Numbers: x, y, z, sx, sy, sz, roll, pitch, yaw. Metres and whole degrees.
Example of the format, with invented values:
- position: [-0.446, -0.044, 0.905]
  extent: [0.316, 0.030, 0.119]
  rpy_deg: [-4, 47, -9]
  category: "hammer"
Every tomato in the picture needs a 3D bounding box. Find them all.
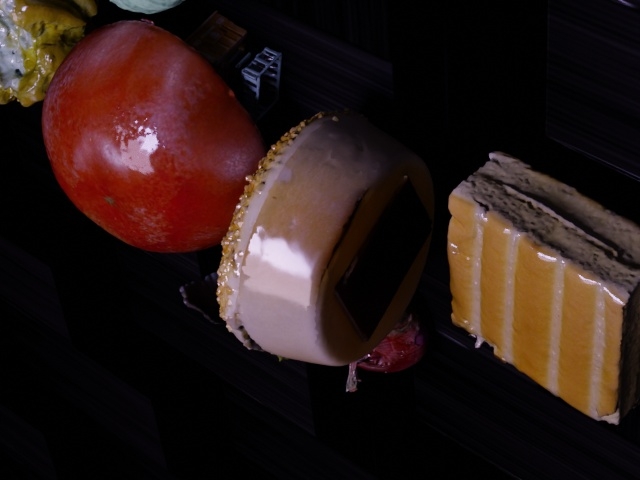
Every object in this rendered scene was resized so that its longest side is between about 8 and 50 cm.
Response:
- position: [-0.218, -0.097, 1.940]
  extent: [0.338, 0.144, 0.338]
  rpy_deg: [29, 147, 21]
  category: "tomato"

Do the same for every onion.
- position: [0.052, 0.130, 2.004]
  extent: [0.150, 0.140, 0.150]
  rpy_deg: [23, 152, 13]
  category: "onion"

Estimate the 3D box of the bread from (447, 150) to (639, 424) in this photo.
- position: [0.246, 0.055, 1.695]
  extent: [0.239, 0.111, 0.246]
  rpy_deg: [34, 149, 31]
  category: "bread"

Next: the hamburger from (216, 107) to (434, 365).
- position: [0.000, 0.000, 1.789]
  extent: [0.170, 0.302, 0.302]
  rpy_deg: [22, 141, 27]
  category: "hamburger"

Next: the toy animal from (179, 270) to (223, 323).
- position: [-0.072, 0.056, 2.081]
  extent: [0.160, 0.272, 0.197]
  rpy_deg: [-32, 102, 27]
  category: "toy animal"

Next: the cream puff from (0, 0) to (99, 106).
- position: [-0.369, -0.274, 2.093]
  extent: [0.194, 0.194, 0.221]
  rpy_deg: [34, 134, 25]
  category: "cream puff"

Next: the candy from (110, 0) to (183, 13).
- position: [-0.096, -0.342, 1.738]
  extent: [0.440, 0.119, 0.119]
  rpy_deg: [-12, 115, 47]
  category: "candy"

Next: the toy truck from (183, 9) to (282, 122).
- position: [-0.113, -0.176, 1.943]
  extent: [0.115, 0.080, 0.178]
  rpy_deg: [29, 144, 16]
  category: "toy truck"
